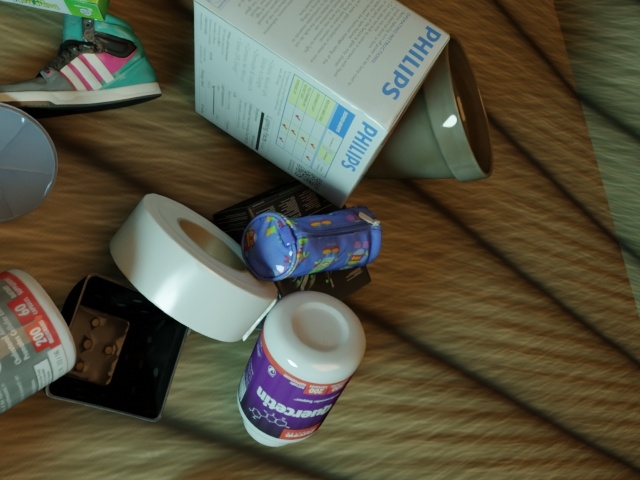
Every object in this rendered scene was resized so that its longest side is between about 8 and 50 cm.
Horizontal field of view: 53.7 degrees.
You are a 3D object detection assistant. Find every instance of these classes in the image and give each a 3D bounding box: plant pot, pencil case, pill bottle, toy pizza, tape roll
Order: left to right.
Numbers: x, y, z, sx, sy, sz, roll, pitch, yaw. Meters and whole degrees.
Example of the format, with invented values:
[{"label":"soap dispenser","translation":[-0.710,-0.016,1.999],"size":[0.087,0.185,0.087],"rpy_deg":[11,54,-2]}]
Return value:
[{"label":"pill bottle","translation":[-0.466,0.166,0.772],"size":[0.283,0.161,0.161],"rpy_deg":[-34,107,-38]},{"label":"toy pizza","translation":[-0.513,-0.119,0.973],"size":[0.201,0.032,0.201],"rpy_deg":[-15,124,-24]},{"label":"plant pot","translation":[-0.351,0.175,1.032],"size":[0.187,0.167,0.188],"rpy_deg":[27,68,-34]},{"label":"tape roll","translation":[-0.211,0.045,1.084],"size":[0.286,0.286,0.100],"rpy_deg":[35,97,-32]},{"label":"pill bottle","translation":[-0.049,0.253,1.171],"size":[0.181,0.323,0.181],"rpy_deg":[12,44,-12]},{"label":"pencil case","translation":[0.000,0.000,1.166],"size":[0.306,0.133,0.119],"rpy_deg":[-7,66,-52]},{"label":"plant pot","translation":[0.214,-0.265,1.447],"size":[0.323,0.280,0.323],"rpy_deg":[37,46,-51]}]

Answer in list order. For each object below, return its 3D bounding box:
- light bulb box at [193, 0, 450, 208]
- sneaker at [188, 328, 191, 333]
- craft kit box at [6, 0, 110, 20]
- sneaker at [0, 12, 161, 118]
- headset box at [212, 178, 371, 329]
[{"label":"light bulb box","translation":[-0.020,-0.293,1.142],"size":[0.361,0.358,0.225],"rpy_deg":[34,70,1]},{"label":"sneaker","translation":[-0.274,0.167,1.171],"size":[0.061,0.054,0.152],"rpy_deg":[51,56,-27]},{"label":"craft kit box","translation":[-0.446,-0.498,1.018],"size":[0.247,0.061,0.249],"rpy_deg":[10,77,-1]},{"label":"sneaker","translation":[-0.418,-0.308,1.054],"size":[0.295,0.124,0.178],"rpy_deg":[-21,101,-43]},{"label":"headset box","translation":[-0.049,0.027,1.323],"size":[0.246,0.131,0.283],"rpy_deg":[-29,104,-38]}]
